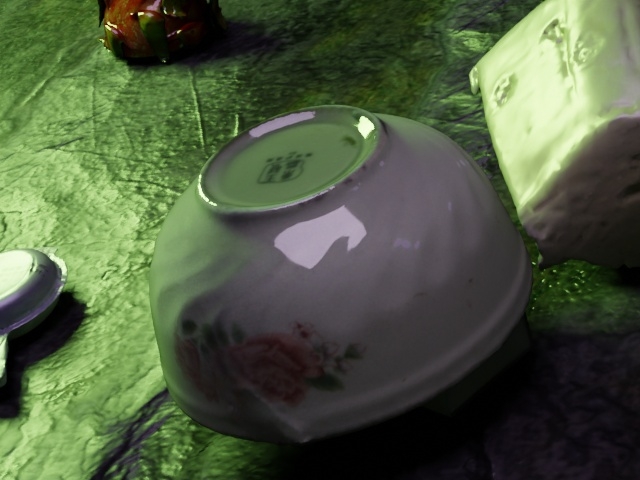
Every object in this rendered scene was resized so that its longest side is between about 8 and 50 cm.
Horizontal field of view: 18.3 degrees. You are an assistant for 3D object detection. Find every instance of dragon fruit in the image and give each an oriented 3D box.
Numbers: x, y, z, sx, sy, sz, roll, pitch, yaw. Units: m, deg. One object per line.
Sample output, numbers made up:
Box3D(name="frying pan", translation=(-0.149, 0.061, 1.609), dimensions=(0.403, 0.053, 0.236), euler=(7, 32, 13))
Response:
Box3D(name="dragon fruit", translation=(-0.158, -0.248, 2.033), dimensions=(0.142, 0.175, 0.138), euler=(18, 46, 0))

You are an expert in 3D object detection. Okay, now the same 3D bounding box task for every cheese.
Box3D(name="cheese", translation=(-0.266, 0.061, 1.618), dimensions=(0.105, 0.042, 0.191), euler=(-5, 32, 23))

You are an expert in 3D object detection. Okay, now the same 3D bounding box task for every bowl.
Box3D(name="bowl", translation=(0.000, 0.000, 1.380), dimensions=(0.277, 0.145, 0.277), euler=(-14, 29, 8))

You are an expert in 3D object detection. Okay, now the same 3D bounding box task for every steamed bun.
Box3D(name="steamed bun", translation=(0.226, -0.072, 1.495), dimensions=(0.200, 0.170, 0.225), euler=(-37, 36, 34))

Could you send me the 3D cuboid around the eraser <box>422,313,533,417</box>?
Box3D(name="eraser", translation=(0.039, 0.057, 1.453), dimensions=(0.095, 0.052, 0.225), euler=(-37, 35, -31))
